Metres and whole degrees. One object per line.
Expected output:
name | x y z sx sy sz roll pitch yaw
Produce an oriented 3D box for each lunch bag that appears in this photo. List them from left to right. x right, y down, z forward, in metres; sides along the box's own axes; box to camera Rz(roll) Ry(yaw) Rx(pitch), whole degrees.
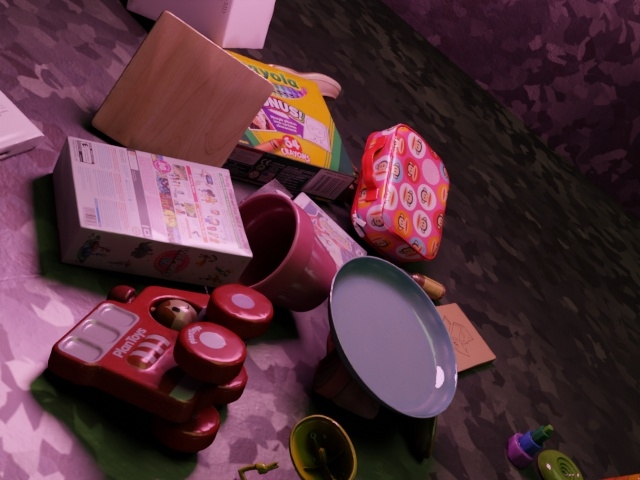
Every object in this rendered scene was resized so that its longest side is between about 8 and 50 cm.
lunch bag | 0.177 -0.112 2.172 0.258 0.120 0.293 38 53 -38

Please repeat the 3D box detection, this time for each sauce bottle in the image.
sauce bottle | 0.229 0.098 2.169 0.128 0.042 0.042 28 32 -26

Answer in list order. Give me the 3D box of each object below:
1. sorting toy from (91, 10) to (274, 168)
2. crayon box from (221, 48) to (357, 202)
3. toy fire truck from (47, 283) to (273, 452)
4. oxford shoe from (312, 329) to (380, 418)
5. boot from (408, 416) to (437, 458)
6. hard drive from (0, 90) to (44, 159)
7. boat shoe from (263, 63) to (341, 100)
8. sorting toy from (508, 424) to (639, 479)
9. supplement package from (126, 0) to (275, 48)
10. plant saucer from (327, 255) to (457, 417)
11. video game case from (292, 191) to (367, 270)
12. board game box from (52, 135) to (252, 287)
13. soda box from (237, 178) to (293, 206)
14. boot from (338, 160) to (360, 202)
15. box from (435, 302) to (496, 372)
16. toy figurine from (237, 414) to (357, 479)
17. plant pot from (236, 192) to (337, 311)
sorting toy | -0.268 -0.271 1.838 0.255 0.257 0.089 32 9 -22
crayon box | -0.122 -0.265 2.122 0.362 0.106 0.313 12 45 -41
toy fire truck | -0.228 0.152 1.408 0.253 0.169 0.302 24 27 5
oxford shoe | 0.089 0.200 1.779 0.130 0.123 0.348 40 39 -10
boot | 0.158 0.309 1.784 0.106 0.082 0.219 9 46 -10
hard drive | -0.627 -0.250 1.550 0.307 0.040 0.203 45 28 3
boat shoe | -0.062 -0.377 2.405 0.302 0.109 0.098 3 87 -51
sorting toy | 0.560 0.478 1.983 0.365 0.126 0.127 32 30 -21
supplement package | -0.272 -0.575 2.199 0.292 0.178 0.175 25 20 23
plant saucer | 0.124 0.176 1.702 0.317 0.043 0.318 30 42 -31
video game case | 0.000 0.000 2.019 0.201 0.023 0.183 44 29 -3
board game box | -0.286 -0.045 1.603 0.303 0.097 0.224 10 42 -30
soda box | -0.120 -0.070 1.940 0.060 0.053 0.169 44 29 2
boot | 0.089 -0.140 2.288 0.197 0.073 0.152 25 28 -34
box | 0.297 0.218 2.114 0.201 0.021 0.164 -3 52 -54
toy figurine | 0.050 0.463 1.396 0.363 0.191 0.217 55 -1 35
plant pot | -0.070 0.038 1.727 0.180 0.201 0.201 37 24 -45
